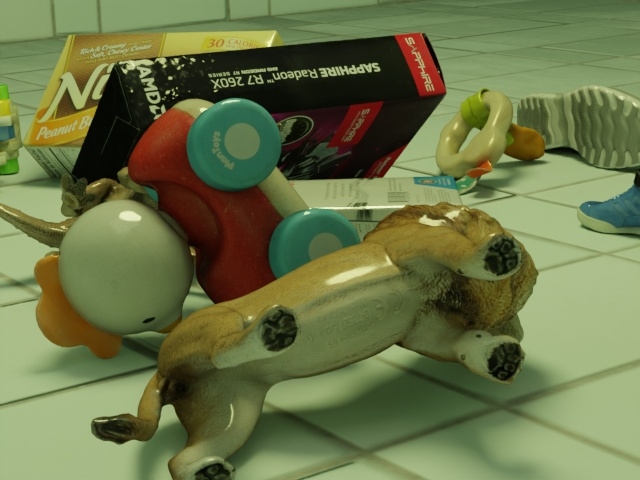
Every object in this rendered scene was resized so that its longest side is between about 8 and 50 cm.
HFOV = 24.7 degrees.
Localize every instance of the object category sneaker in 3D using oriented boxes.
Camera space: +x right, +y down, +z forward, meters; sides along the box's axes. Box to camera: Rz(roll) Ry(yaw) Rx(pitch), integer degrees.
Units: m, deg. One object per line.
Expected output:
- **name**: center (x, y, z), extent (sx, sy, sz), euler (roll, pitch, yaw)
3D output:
- **sneaker**: center (0.336, -0.048, 1.541), extent (0.058, 0.084, 0.152), euler (-13, 18, -37)
- **sneaker**: center (0.378, -0.163, 1.939), extent (0.115, 0.105, 0.281), euler (-9, 15, -25)

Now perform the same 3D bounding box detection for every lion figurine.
- **lion figurine**: center (0.002, 0.063, 1.056), extent (0.392, 0.142, 0.240), euler (-12, 10, -20)

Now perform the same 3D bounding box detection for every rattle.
- **rattle**: center (0.223, -0.092, 1.837), extent (0.130, 0.143, 0.199), euler (-32, 28, 11)

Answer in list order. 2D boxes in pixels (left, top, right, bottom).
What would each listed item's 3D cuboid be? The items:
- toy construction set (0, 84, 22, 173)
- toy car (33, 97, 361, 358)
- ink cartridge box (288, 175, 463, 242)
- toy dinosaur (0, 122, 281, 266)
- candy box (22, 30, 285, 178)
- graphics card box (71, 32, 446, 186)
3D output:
- **toy construction set**: center (-0.538, -0.146, 1.940), extent (0.328, 0.151, 0.215), euler (12, 17, 9)
- **toy car**: center (-0.127, 0.022, 1.231), extent (0.238, 0.210, 0.219), euler (-40, 10, -17)
- **ink cartridge box**: center (0.042, -0.013, 1.445), extent (0.191, 0.082, 0.139), euler (-3, 14, 2)
- **toy dinosaur**: center (-0.179, -0.026, 1.460), extent (0.296, 0.127, 0.200), euler (-9, 11, 5)
- **candy box**: center (-0.204, -0.171, 1.868), extent (0.316, 0.087, 0.183), euler (2, 59, 26)
- **graphics card box**: center (-0.070, -0.118, 1.616), extent (0.371, 0.094, 0.233), euler (-8, -24, -27)
